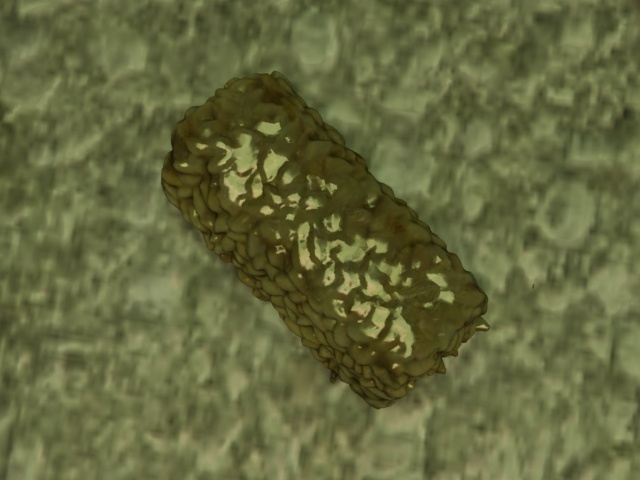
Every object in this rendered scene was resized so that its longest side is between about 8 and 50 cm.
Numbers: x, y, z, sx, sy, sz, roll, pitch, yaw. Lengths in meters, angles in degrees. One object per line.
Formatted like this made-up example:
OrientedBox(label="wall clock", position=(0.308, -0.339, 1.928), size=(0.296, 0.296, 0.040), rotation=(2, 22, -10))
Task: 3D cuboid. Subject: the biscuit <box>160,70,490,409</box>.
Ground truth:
OrientedBox(label="biscuit", position=(0.000, 0.000, 0.586), size=(0.082, 0.070, 0.168), rotation=(-40, 82, -13))
